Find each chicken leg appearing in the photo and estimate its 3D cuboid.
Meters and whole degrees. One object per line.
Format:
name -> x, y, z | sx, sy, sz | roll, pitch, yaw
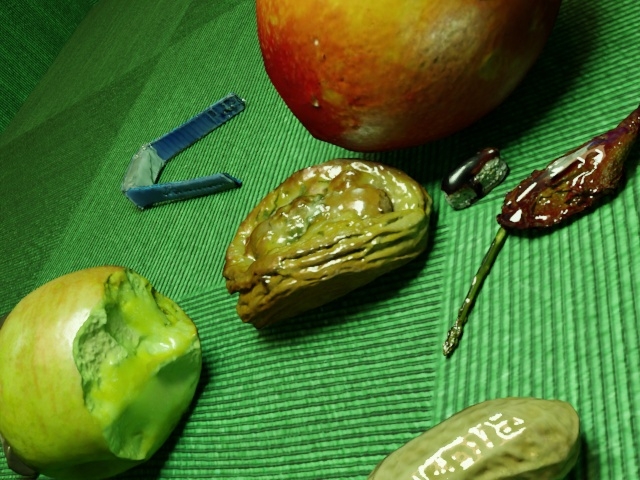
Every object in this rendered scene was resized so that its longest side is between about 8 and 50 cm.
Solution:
chicken leg -> 0.270, -0.077, 0.683 | 0.205, 0.053, 0.093 | -29, 23, 14

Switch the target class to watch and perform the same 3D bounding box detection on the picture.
watch -> -0.262, -0.135, 1.269 | 0.275, 0.068, 0.276 | -24, 39, 18

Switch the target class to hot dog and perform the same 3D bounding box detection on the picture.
hot dog -> 0.000, 0.000, 0.809 | 0.272, 0.122, 0.196 | -26, 38, 27

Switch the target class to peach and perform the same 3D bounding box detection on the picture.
peach -> 0.096, -0.286, 0.803 | 0.388, 0.388, 0.388 | -27, 38, 23

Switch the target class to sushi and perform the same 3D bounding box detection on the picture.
sushi -> 0.175, -0.078, 0.776 | 0.083, 0.046, 0.044 | -38, 35, 9

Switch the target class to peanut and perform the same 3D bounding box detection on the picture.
peanut -> 0.115, 0.183, 0.528 | 0.194, 0.093, 0.083 | -35, 75, 17

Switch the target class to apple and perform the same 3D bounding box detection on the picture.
apple -> -0.266, 0.167, 0.804 | 0.246, 0.246, 0.226 | -27, 46, 23

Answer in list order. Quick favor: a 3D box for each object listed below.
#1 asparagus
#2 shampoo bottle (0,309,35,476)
asparagus -> 0.161, 0.047, 0.690 | 0.016, 0.013, 0.166 | -4, 50, 57
shampoo bottle -> -0.486, 0.235, 1.085 | 0.125, 0.084, 0.350 | -43, 36, -2
